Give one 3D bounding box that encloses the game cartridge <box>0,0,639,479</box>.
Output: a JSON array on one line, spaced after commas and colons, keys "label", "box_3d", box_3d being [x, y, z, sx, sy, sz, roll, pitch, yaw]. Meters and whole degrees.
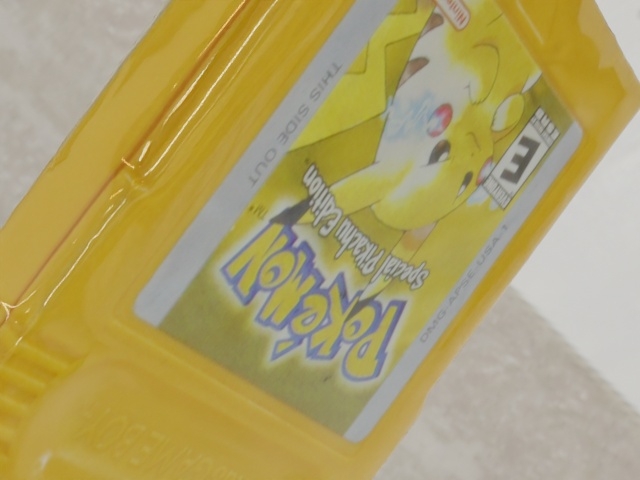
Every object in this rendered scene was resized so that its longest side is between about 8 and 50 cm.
[{"label": "game cartridge", "box_3d": [0.000, 0.000, 0.634, 0.053, 0.323, 0.285, 32, 176, 33]}]
